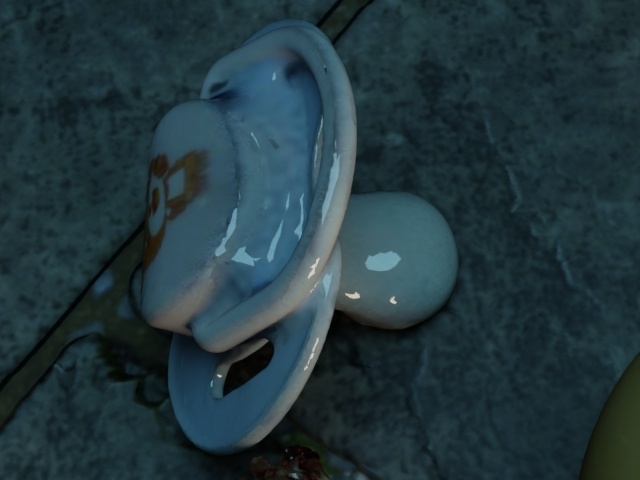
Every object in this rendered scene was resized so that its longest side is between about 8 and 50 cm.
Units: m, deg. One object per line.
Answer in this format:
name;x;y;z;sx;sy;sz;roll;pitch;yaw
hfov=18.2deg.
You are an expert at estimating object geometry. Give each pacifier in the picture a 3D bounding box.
pacifier;0.000;0.000;1.225;0.207;0.227;0.279;18;59;-31

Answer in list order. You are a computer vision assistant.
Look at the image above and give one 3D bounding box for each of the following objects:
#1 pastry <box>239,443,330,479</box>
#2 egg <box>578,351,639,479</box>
pastry;0.005;0.223;1.137;0.115;0.097;0.208;-27;65;3
egg;0.243;0.137;1.100;0.201;0.201;0.244;7;53;9
